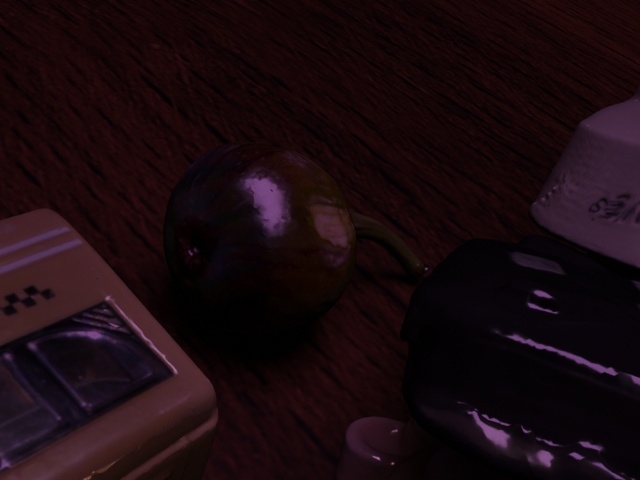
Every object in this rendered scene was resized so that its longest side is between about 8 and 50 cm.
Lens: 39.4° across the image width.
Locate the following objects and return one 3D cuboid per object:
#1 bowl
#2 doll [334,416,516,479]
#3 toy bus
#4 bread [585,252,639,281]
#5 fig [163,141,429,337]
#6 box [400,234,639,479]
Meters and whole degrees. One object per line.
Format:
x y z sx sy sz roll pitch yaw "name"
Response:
0.290 -0.044 0.682 0.237 0.126 0.238 11 15 -3 "bowl"
0.140 0.158 0.533 0.278 0.119 0.154 1 23 -30 "doll"
-0.227 0.129 0.370 0.202 0.177 0.365 39 39 21 "toy bus"
0.316 0.064 0.750 0.217 0.098 0.147 16 30 -2 "bread"
0.000 0.000 0.695 0.245 0.149 0.149 0 36 -42 "fig"
0.226 0.092 0.517 0.350 0.091 0.359 23 11 10 "box"
